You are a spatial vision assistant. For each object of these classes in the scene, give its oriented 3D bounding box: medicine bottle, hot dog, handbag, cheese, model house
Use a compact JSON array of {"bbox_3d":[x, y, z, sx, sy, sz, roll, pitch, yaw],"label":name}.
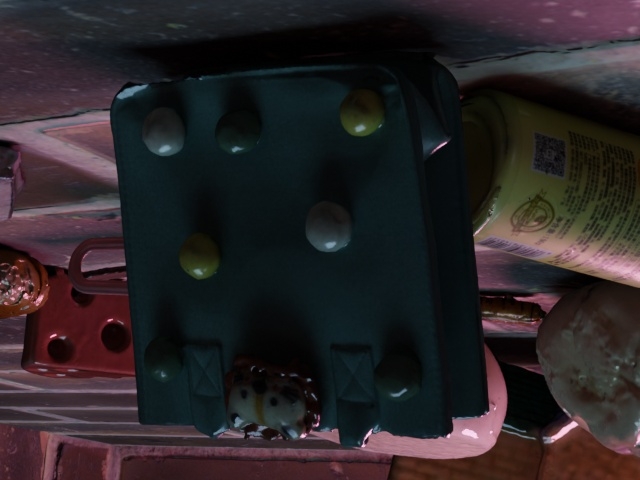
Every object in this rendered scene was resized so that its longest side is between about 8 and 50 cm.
[{"bbox_3d":[0.202,-0.034,1.225,0.239,0.124,0.124,13,165,-29],"label":"medicine bottle"},{"bbox_3d":[0.214,0.081,1.933,0.122,0.037,0.049,8,180,12],"label":"hot dog"},{"bbox_3d":[-0.025,0.007,1.122,0.269,0.274,0.100,0,-177,29],"label":"handbag"},{"bbox_3d":[-0.313,0.114,2.093,0.203,0.128,0.177,8,170,-32],"label":"cheese"},{"bbox_3d":[0.291,0.306,2.305,0.382,0.342,0.334,13,176,3],"label":"model house"}]

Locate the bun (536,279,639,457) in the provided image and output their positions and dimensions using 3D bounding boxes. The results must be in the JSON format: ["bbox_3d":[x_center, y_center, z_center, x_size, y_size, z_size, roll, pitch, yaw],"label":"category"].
[{"bbox_3d":[0.423,0.160,1.797,0.360,0.211,0.360,5,169,1],"label":"bun"}]

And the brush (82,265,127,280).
[{"bbox_3d":[-0.159,0.031,1.784,0.301,0.071,0.084,-5,153,38],"label":"brush"}]

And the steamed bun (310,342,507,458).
[{"bbox_3d":[0.100,0.172,2.042,0.283,0.177,0.283,6,164,2],"label":"steamed bun"}]

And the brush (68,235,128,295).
[{"bbox_3d":[-0.169,0.025,1.676,0.233,0.103,0.047,0,164,25],"label":"brush"}]

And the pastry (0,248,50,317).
[{"bbox_3d":[-0.403,0.054,1.929,0.153,0.081,0.153,0,159,0],"label":"pastry"}]

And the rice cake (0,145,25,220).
[{"bbox_3d":[-0.311,-0.053,1.532,0.047,0.036,0.206,19,166,-7],"label":"rice cake"}]
